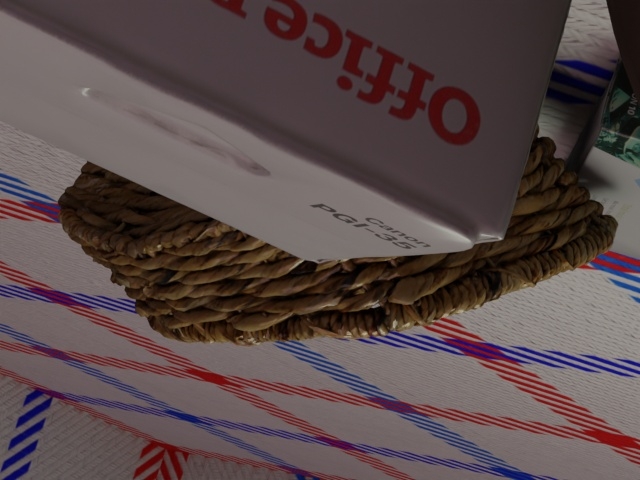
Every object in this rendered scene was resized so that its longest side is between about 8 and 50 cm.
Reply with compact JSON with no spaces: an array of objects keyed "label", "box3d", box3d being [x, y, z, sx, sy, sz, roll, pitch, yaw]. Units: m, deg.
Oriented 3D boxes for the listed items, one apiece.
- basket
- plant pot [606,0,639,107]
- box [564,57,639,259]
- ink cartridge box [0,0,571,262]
[{"label":"basket","box3d":[0.000,0.000,1.155,0.299,0.213,0.223,-2,136,51]},{"label":"plant pot","box3d":[0.271,-0.116,0.431,0.323,0.323,0.280,20,149,-11]},{"label":"box","box3d":[0.321,-0.013,1.158,0.322,0.058,0.232,15,165,3]},{"label":"ink cartridge box","box3d":[-0.016,-0.158,0.559,0.207,0.283,0.117,25,163,-27]}]
